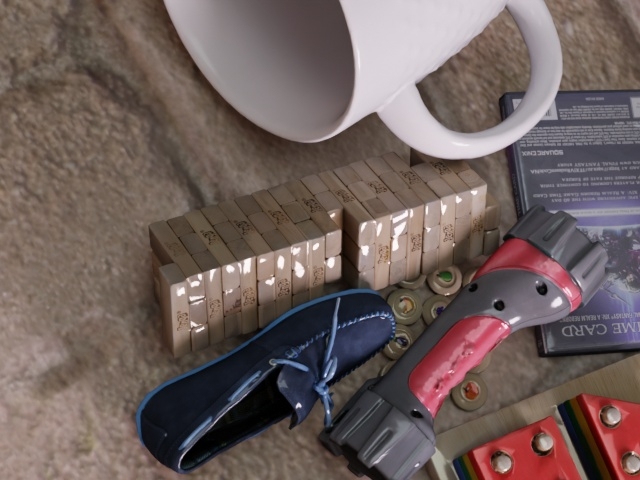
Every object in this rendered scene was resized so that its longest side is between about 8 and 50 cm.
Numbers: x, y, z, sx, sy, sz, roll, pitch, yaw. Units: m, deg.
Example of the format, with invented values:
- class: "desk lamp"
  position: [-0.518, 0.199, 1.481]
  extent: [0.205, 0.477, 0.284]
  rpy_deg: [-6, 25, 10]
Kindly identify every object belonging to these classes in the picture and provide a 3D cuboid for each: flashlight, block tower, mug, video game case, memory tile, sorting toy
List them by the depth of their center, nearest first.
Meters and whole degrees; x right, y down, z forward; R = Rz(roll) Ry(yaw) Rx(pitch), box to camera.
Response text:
- class: "flashlight"
  position: [0.141, 0.104, 1.514]
  extent: [0.103, 0.103, 0.304]
  rpy_deg: [44, 74, -5]
- class: "block tower"
  position: [0.000, 0.000, 1.518]
  extent: [0.335, 0.091, 0.097]
  rpy_deg: [-18, 41, -21]
- class: "sorting toy"
  position: [0.263, 0.257, 1.526]
  extent: [0.255, 0.089, 0.257]
  rpy_deg: [-19, 79, -20]
- class: "mug"
  position: [0.079, -0.248, 1.543]
  extent: [0.328, 0.276, 0.374]
  rpy_deg: [-35, 90, -30]
- class: "memory tile"
  position: [0.114, 0.088, 1.580]
  extent: [0.113, 0.012, 0.148]
  rpy_deg: [11, 71, -11]
- class: "video game case"
  position: [0.294, -0.022, 1.657]
  extent: [0.196, 0.026, 0.274]
  rpy_deg: [-2, 75, -16]

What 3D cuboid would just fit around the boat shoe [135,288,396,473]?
- class: "boat shoe"
  position: [-0.035, 0.139, 1.475]
  extent: [0.258, 0.109, 0.089]
  rpy_deg: [-32, 43, -10]
